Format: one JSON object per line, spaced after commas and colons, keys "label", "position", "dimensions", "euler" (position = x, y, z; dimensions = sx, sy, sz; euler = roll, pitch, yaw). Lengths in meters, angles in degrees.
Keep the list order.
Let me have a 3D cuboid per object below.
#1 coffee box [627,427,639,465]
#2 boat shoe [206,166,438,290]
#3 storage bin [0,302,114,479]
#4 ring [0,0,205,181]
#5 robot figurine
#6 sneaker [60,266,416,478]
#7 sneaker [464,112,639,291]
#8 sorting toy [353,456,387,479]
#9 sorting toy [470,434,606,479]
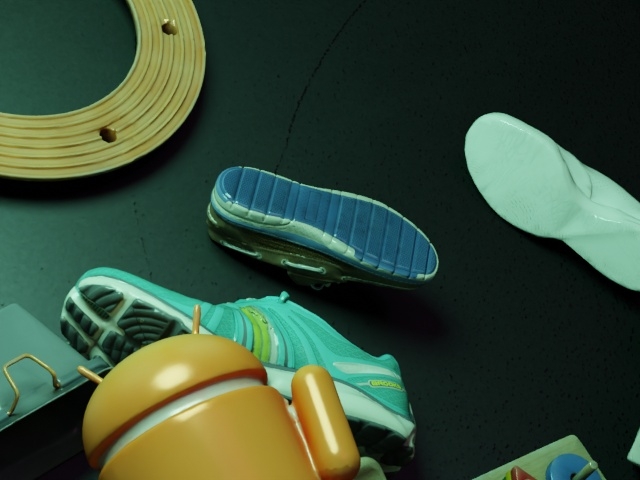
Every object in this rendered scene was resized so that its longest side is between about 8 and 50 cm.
{"label": "coffee box", "position": [0.374, 0.158, 1.149], "dimensions": [0.246, 0.098, 0.141], "euler": [24, 86, 17]}
{"label": "boat shoe", "position": [0.000, 0.000, 1.185], "dimensions": [0.183, 0.066, 0.066], "euler": [22, 45, -3]}
{"label": "storage bin", "position": [-0.212, 0.100, 0.986], "dimensions": [0.091, 0.098, 0.135], "euler": [40, 46, 21]}
{"label": "ring", "position": [-0.254, -0.177, 1.217], "dimensions": [0.336, 0.032, 0.336], "euler": [14, 51, -17]}
{"label": "robot figurine", "position": [-0.063, 0.149, 0.930], "dimensions": [0.128, 0.158, 0.219], "euler": [-8, 62, -48]}
{"label": "sneaker", "position": [-0.056, 0.086, 1.078], "dimensions": [0.275, 0.107, 0.110], "euler": [25, 40, -22]}
{"label": "sneaker", "position": [0.220, -0.040, 1.339], "dimensions": [0.212, 0.080, 0.094], "euler": [39, 30, 4]}
{"label": "sorting toy", "position": [-0.034, 0.290, 0.961], "dimensions": [0.307, 0.041, 0.229], "euler": [-19, 69, -30]}
{"label": "sorting toy", "position": [0.178, 0.214, 1.125], "dimensions": [0.274, 0.046, 0.132], "euler": [-17, 64, -35]}
